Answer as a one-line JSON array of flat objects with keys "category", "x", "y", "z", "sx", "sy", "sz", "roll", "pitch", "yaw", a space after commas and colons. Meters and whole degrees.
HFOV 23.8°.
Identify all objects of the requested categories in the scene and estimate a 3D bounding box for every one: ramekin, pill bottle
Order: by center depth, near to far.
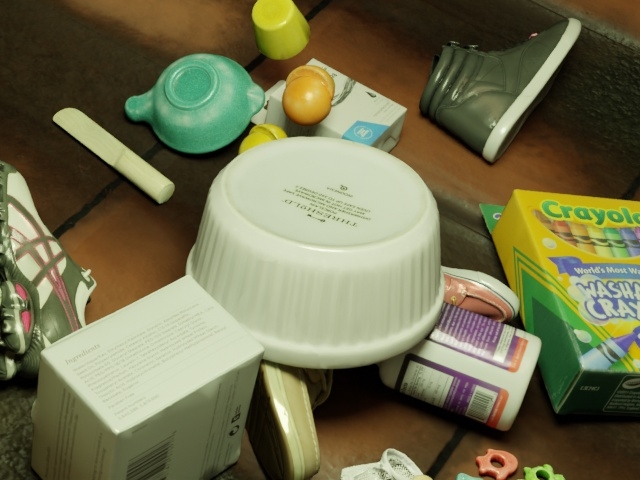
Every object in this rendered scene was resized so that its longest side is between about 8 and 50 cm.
[{"category": "ramekin", "x": 0.000, "y": 0.000, "z": 1.552, "sx": 0.273, "sy": 0.127, "sz": 0.273, "roll": 5, "pitch": 34, "yaw": -3}, {"category": "pill bottle", "x": 0.127, "y": 0.120, "z": 1.614, "sx": 0.193, "sy": 0.108, "sz": 0.108, "roll": 21, "pitch": 44, "yaw": 6}]

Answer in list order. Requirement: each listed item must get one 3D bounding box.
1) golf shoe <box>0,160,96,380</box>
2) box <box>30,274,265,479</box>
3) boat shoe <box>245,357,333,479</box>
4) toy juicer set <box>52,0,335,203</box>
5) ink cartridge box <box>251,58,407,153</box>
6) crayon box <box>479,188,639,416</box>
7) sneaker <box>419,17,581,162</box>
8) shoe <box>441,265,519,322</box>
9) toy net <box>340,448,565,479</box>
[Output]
[{"category": "golf shoe", "x": -0.307, "y": 0.035, "z": 1.611, "sx": 0.120, "sy": 0.105, "sz": 0.273, "roll": 8, "pitch": 48, "yaw": -29}, {"category": "box", "x": -0.167, "y": 0.160, "z": 1.444, "sx": 0.182, "sy": 0.181, "sz": 0.119, "roll": -28, "pitch": 58, "yaw": -35}, {"category": "boat shoe", "x": -0.031, "y": 0.125, "z": 1.572, "sx": 0.098, "sy": 0.109, "sz": 0.302, "roll": -2, "pitch": 40, "yaw": -15}, {"category": "toy juicer set", "x": -0.130, "y": -0.140, "z": 1.824, "sx": 0.329, "sy": 0.089, "sz": 0.209, "roll": -29, "pitch": 65, "yaw": -2}, {"category": "ink cartridge box", "x": 0.003, "y": -0.160, "z": 1.898, "sx": 0.180, "sy": 0.060, "sz": 0.104, "roll": 30, "pitch": 46, "yaw": 16}, {"category": "crayon box", "x": 0.324, "y": 0.052, "z": 1.738, "sx": 0.203, "sy": 0.083, "sz": 0.323, "roll": 4, "pitch": 44, "yaw": -20}, {"category": "sneaker", "x": 0.234, "y": -0.234, "z": 2.000, "sx": 0.147, "sy": 0.104, "sz": 0.296, "roll": 32, "pitch": 50, "yaw": 10}, {"category": "shoe", "x": 0.129, "y": 0.070, "z": 1.702, "sx": 0.178, "sy": 0.063, "sz": 0.081, "roll": 20, "pitch": 48, "yaw": 10}, {"category": "toy net", "x": 0.139, "y": 0.242, "z": 1.539, "sx": 0.232, "sy": 0.045, "sz": 0.122, "roll": 13, "pitch": 44, "yaw": -1}]
